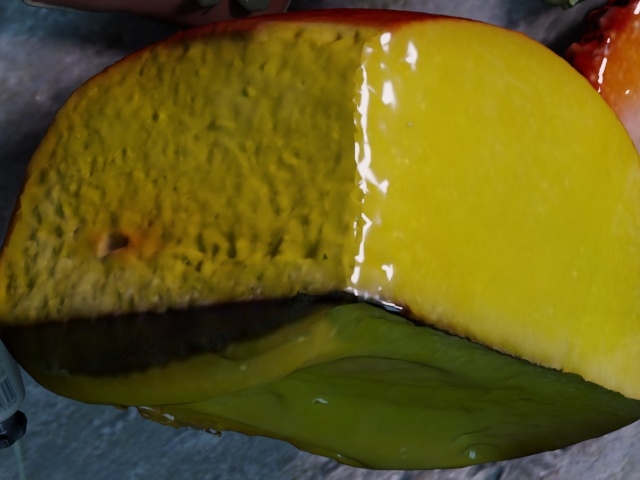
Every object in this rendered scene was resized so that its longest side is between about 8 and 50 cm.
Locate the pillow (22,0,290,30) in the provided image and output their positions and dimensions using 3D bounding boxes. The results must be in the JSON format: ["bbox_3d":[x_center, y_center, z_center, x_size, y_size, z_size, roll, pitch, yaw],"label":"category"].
[{"bbox_3d":[-0.069,-0.192,0.933,0.179,0.075,0.171,11,117,-36],"label":"pillow"}]

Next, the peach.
[{"bbox_3d":[0.000,0.000,0.984,0.380,0.242,0.306,12,157,-36],"label":"peach"}]

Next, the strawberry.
[{"bbox_3d":[0.233,-0.110,1.144,0.190,0.111,0.236,47,69,-30],"label":"strawberry"}]

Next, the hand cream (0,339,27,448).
[{"bbox_3d":[-0.240,0.035,1.014,0.080,0.050,0.234,-23,124,-13],"label":"hand cream"}]

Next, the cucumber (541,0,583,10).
[{"bbox_3d":[0.231,-0.214,1.093,0.187,0.058,0.058,-27,129,-10],"label":"cucumber"}]
